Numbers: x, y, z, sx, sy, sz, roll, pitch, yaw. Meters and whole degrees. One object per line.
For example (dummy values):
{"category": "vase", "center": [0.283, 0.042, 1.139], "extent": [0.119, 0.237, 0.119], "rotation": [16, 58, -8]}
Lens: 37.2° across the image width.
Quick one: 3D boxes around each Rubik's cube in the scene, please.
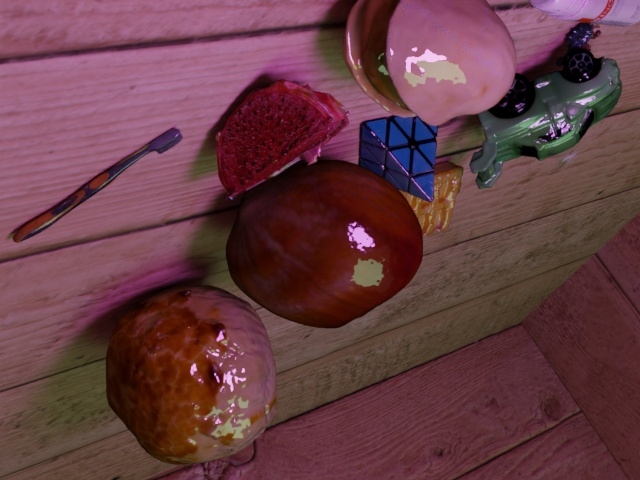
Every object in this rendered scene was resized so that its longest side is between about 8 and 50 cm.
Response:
{"category": "Rubik's cube", "center": [0.114, -0.184, 1.919], "extent": [0.190, 0.211, 0.178], "rotation": [-17, 147, 35]}

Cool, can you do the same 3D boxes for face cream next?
{"category": "face cream", "center": [0.497, -0.457, 1.774], "extent": [0.345, 0.102, 0.102], "rotation": [-11, 151, -47]}

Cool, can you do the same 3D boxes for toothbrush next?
{"category": "toothbrush", "center": [-0.358, -0.087, 1.521], "extent": [0.321, 0.023, 0.031], "rotation": [-32, 157, 0]}

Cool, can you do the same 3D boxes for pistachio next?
{"category": "pistachio", "center": [0.180, -0.304, 1.517], "extent": [0.321, 0.229, 0.238], "rotation": [-1, 102, -46]}

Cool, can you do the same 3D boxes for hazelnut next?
{"category": "hazelnut", "center": [0.007, 0.002, 1.829], "extent": [0.365, 0.366, 0.366], "rotation": [-27, 159, -11]}

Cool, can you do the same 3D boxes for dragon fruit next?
{"category": "dragon fruit", "center": [-0.065, -0.185, 1.590], "extent": [0.274, 0.126, 0.161], "rotation": [-34, 171, 33]}

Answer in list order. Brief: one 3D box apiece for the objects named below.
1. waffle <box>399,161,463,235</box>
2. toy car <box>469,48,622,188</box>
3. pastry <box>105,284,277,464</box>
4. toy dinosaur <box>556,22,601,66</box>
{"category": "waffle", "center": [0.212, -0.083, 2.198], "extent": [0.274, 0.057, 0.168], "rotation": [-16, 127, -37]}
{"category": "toy car", "center": [0.477, -0.261, 2.047], "extent": [0.358, 0.177, 0.213], "rotation": [-19, 162, 9]}
{"category": "pastry", "center": [-0.278, 0.276, 1.960], "extent": [0.312, 0.389, 0.388], "rotation": [-2, 145, -39]}
{"category": "toy dinosaur", "center": [0.542, -0.419, 1.992], "extent": [0.055, 0.049, 0.154], "rotation": [-16, 154, -34]}
